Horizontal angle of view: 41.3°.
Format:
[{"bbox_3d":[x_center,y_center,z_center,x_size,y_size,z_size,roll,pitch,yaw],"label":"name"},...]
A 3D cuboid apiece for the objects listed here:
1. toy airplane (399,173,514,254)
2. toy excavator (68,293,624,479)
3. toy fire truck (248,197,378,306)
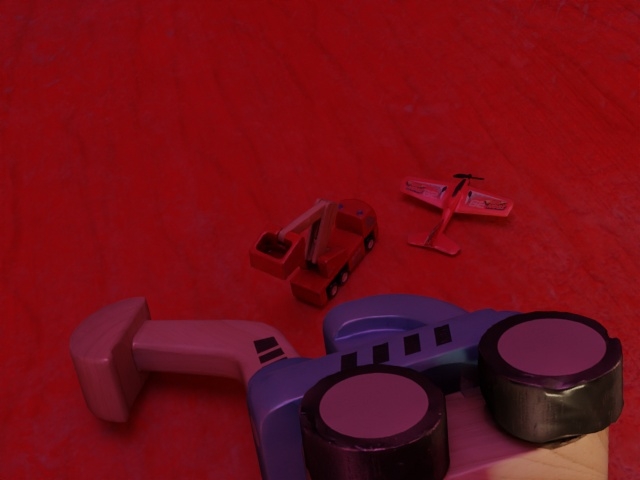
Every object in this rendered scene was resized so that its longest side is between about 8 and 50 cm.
[{"bbox_3d":[0.162,-0.034,1.062,0.151,0.028,0.151,-6,44,6],"label":"toy airplane"},{"bbox_3d":[-0.003,0.152,0.796,0.433,0.222,0.445,-15,25,-12],"label":"toy excavator"},{"bbox_3d":[0.000,0.000,0.976,0.047,0.135,0.192,20,51,27],"label":"toy fire truck"}]
